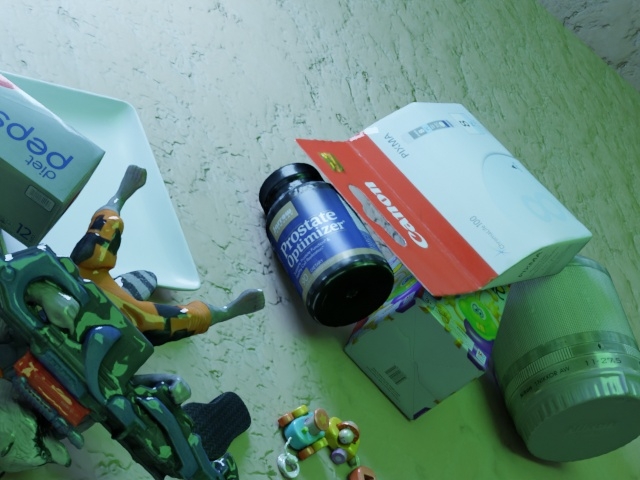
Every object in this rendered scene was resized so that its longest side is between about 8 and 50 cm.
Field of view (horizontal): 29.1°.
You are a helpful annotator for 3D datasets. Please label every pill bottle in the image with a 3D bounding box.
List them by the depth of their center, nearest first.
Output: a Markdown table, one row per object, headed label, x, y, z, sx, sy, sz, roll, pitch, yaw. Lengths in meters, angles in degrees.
| label | x | y | z | sx | sy | sz | roll | pitch | yaw |
| --- | --- | --- | --- | --- | --- | --- | --- | --- | --- |
| pill bottle | 0.000 | 0.000 | 1.641 | 0.123 | 0.123 | 0.219 | 20 | 29 | -44 |

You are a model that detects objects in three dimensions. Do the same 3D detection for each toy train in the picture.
| label | x | y | z | sx | sy | sz | roll | pitch | yaw |
| --- | --- | --- | --- | --- | --- | --- | --- | --- | --- |
| toy train | 0.021 | 0.259 | 1.482 | 0.166 | 0.046 | 0.125 | 31 | 35 | -34 |

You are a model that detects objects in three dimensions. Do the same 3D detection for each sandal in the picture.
| label | x | y | z | sx | sy | sz | roll | pitch | yaw |
| --- | --- | --- | --- | --- | --- | --- | --- | --- | --- |
| sandal | -0.125 | 0.207 | 1.347 | 0.067 | 0.040 | 0.179 | 62 | 16 | 6 |

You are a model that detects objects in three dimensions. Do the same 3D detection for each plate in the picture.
| label | x | y | z | sx | sy | sz | roll | pitch | yaw |
| --- | --- | --- | --- | --- | --- | --- | --- | --- | --- |
| plate | -0.284 | -0.061 | 1.398 | 0.277 | 0.045 | 0.278 | 8 | 52 | -50 |

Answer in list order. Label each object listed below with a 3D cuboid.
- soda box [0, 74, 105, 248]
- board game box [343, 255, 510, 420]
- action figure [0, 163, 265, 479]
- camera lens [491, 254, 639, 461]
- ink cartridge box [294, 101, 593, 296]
| label | x | y | z | sx | sy | sz | roll | pitch | yaw |
| --- | --- | --- | --- | --- | --- | --- | --- | --- | --- |
| soda box | -0.367 | -0.123 | 1.236 | 0.286 | 0.091 | 0.098 | 37 | 42 | -6 |
| board game box | 0.161 | 0.100 | 1.756 | 0.144 | 0.142 | 0.275 | 46 | 29 | -9 |
| action figure | -0.199 | 0.125 | 1.204 | 0.341 | 0.178 | 0.330 | 56 | 46 | -11 |
| camera lens | 0.376 | 0.175 | 1.905 | 0.219 | 0.219 | 0.274 | 25 | 39 | -40 |
| ink cartridge box | 0.183 | -0.071 | 1.753 | 0.308 | 0.091 | 0.385 | 49 | 28 | 22 |
